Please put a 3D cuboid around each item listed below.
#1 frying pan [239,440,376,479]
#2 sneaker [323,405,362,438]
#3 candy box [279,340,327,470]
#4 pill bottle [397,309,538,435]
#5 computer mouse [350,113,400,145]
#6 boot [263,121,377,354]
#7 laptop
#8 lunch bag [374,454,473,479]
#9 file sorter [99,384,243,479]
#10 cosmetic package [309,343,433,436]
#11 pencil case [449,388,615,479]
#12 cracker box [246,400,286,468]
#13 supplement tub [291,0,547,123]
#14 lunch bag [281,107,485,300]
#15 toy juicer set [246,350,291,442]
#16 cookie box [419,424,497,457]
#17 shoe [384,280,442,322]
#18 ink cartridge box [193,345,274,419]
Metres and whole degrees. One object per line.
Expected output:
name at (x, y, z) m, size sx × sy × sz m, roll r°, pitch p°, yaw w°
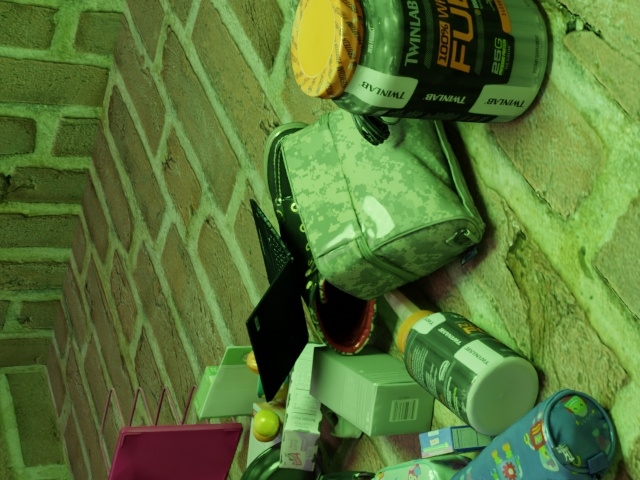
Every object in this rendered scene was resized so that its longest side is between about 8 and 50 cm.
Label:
frying pan at (-0.020, 0.454, 2.201) m, size 0.326 × 0.053 × 0.197 m, roll -21°, pitch 32°, yaw 19°
sneaker at (0.035, 0.308, 2.151) m, size 0.053 × 0.061 × 0.152 m, roll 121°, pitch 141°, yaw -48°
candy box at (-0.031, 0.318, 2.157) m, size 0.165 × 0.070 × 0.196 m, roll 99°, pitch 178°, yaw -54°
pill bottle at (0.213, 0.190, 1.720) m, size 0.246 × 0.130 × 0.130 m, roll 35°, pitch 121°, yaw 57°
computer mouse at (0.120, -0.290, 1.780) m, size 0.188 × 0.272 × 0.072 m, roll 58°, pitch 157°, yaw -13°
boot at (0.000, 0.000, 2.027) m, size 0.284 × 0.138 × 0.377 m, roll -119°, pitch 20°, yaw -59°
laptop at (-0.106, 0.106, 1.998) m, size 0.264 × 0.136 × 0.234 m, roll 54°, pitch 162°, yaw 41°
lunch bag at (0.188, 0.489, 1.794) m, size 0.224 × 0.108 × 0.279 m, roll -33°, pitch 62°, yaw 56°
file sorter at (-0.369, 0.465, 2.698) m, size 0.182 × 0.291 × 0.202 m, roll -118°, pitch 38°, yaw -48°
cosmetic package at (0.087, 0.259, 1.978) m, size 0.238 × 0.127 × 0.107 m, roll 26°, pitch 114°, yaw 59°
pencil case at (0.294, 0.328, 1.575) m, size 0.306 × 0.119 × 0.133 m, roll -55°, pitch 49°, yaw 48°
cracker box at (-0.095, 0.479, 2.398) m, size 0.156 × 0.067 × 0.232 m, roll 30°, pitch 117°, yaw 58°
supplement tub at (0.142, -0.280, 1.635) m, size 0.207 × 0.338 × 0.207 m, roll 2°, pitch 92°, yaw 63°
lunch bag at (0.112, -0.080, 1.834) m, size 0.256 × 0.212 × 0.305 m, roll -29°, pitch 59°, yaw 24°
toy juicer set at (-0.109, 0.272, 2.211) m, size 0.329 × 0.089 × 0.209 m, roll 98°, pitch -177°, yaw -51°
cookie box at (0.221, 0.307, 1.729) m, size 0.092 × 0.107 × 0.040 m, roll -32°, pitch 62°, yaw 59°
shoe at (0.140, 0.101, 1.926) m, size 0.219 × 0.076 × 0.058 m, roll 51°, pitch 129°, yaw 48°
ink cartridge box at (-0.162, 0.289, 2.415) m, size 0.056 × 0.171 × 0.235 m, roll 63°, pitch 142°, yaw 43°
